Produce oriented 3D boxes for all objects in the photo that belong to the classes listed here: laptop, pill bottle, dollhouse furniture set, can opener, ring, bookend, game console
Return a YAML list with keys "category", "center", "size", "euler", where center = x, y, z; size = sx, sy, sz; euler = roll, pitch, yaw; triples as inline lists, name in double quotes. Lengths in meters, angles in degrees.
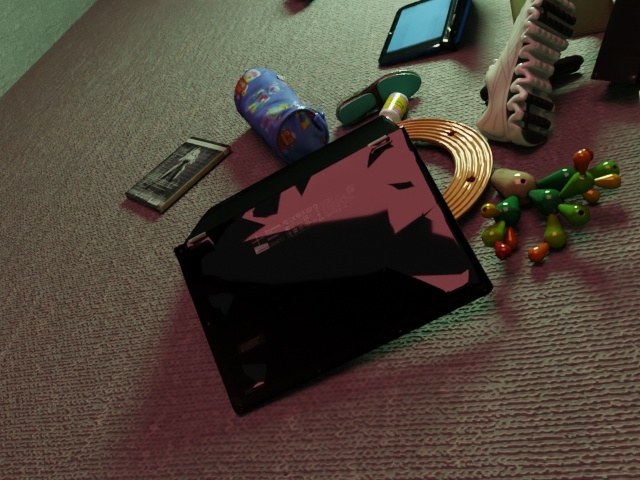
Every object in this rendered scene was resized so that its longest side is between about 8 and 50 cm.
- category: "laptop"
  center: [0.000, 0.000, 0.914]
  size: [0.382, 0.236, 0.408]
  euler: [-28, 71, 8]
- category: "pill bottle"
  center: [0.141, -0.251, 1.132]
  size: [0.043, 0.043, 0.083]
  euler: [2, 48, 32]
- category: "dollhouse furniture set"
  center: [0.452, -0.478, 1.069]
  size: [0.161, 0.212, 0.242]
  euler: [-2, 44, 28]
- category: "can opener"
  center: [0.380, -0.289, 1.041]
  size: [0.186, 0.073, 0.059]
  euler: [-21, 0, 3]
- category: "ring"
  center: [0.124, -0.097, 0.985]
  size: [0.337, 0.032, 0.336]
  euler: [-15, 41, 14]
- category: "bookend"
  center: [0.536, -0.326, 0.951]
  size: [0.072, 0.156, 0.157]
  euler: [25, 106, 44]
- category: "game console"
  center: [0.257, -0.564, 1.320]
  size: [0.173, 0.250, 0.293]
  euler: [14, 50, 6]

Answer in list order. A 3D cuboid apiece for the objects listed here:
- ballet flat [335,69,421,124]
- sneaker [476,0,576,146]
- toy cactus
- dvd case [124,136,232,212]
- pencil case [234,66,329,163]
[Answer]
- category: "ballet flat"
  center: [0.115, -0.302, 1.194]
  size: [0.188, 0.070, 0.070]
  euler: [-22, 39, 1]
- category: "sneaker"
  center: [0.334, -0.302, 0.953]
  size: [0.118, 0.110, 0.292]
  euler: [15, 90, 56]
- category: "toy cactus"
  center: [0.299, -0.066, 0.809]
  size: [0.219, 0.112, 0.180]
  euler: [-39, 30, -1]
- category: "dvd case"
  center: [-0.327, -0.156, 1.317]
  size: [0.164, 0.018, 0.221]
  euler: [20, 59, 44]
- category: "pencil case"
  center: [-0.088, -0.272, 1.226]
  size: [0.133, 0.119, 0.306]
  euler: [-44, 40, 5]
